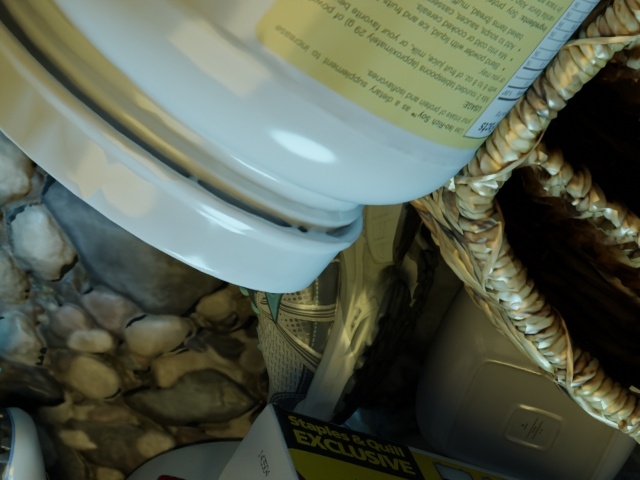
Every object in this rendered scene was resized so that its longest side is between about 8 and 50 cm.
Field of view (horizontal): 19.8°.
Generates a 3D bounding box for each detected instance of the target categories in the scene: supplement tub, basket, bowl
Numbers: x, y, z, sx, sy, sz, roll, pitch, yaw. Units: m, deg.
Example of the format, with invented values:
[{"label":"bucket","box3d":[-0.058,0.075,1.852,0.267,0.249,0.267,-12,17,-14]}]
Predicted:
[{"label":"supplement tub","box3d":[0.017,-0.167,0.745,0.241,0.241,0.331,35,107,-14]},{"label":"basket","box3d":[0.203,0.003,0.854,0.299,0.223,0.213,37,86,-16]},{"label":"bowl","box3d":[0.131,0.098,1.108,0.142,0.053,0.142,19,132,0]}]

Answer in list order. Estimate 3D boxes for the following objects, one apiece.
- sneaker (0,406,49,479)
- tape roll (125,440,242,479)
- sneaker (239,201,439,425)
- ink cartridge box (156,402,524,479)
[{"label":"sneaker","box3d":[-0.201,0.207,1.275,0.086,0.085,0.237,-6,127,-14]},{"label":"tape roll","box3d":[-0.051,0.277,1.223,0.246,0.169,0.246,7,129,9]},{"label":"sneaker","box3d":[0.000,0.000,1.050,0.122,0.110,0.283,28,130,16]},{"label":"ink cartridge box","box3d":[0.083,0.216,1.045,0.309,0.272,0.130,20,117,-29]}]
